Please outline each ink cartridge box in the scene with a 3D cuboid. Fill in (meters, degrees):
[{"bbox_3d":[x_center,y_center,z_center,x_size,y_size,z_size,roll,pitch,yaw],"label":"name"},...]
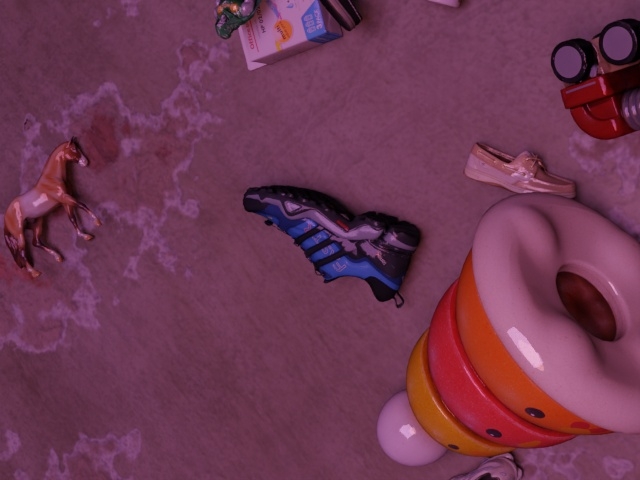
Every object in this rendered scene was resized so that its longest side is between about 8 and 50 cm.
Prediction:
[{"bbox_3d":[-0.067,-0.347,1.621,0.181,0.061,0.104,-16,87,28],"label":"ink cartridge box"}]

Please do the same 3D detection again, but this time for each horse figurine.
[{"bbox_3d":[-0.508,-0.048,1.880,0.263,0.066,0.174,-36,84,23],"label":"horse figurine"}]

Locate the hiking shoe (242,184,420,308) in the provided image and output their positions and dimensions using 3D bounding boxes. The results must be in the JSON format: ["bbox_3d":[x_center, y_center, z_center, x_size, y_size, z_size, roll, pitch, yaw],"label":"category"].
[{"bbox_3d":[0.000,0.000,1.593,0.304,0.113,0.132,20,103,24],"label":"hiking shoe"}]

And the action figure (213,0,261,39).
[{"bbox_3d":[-0.118,-0.412,1.586,0.137,0.063,0.232,-3,63,37],"label":"action figure"}]

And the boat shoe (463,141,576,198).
[{"bbox_3d":[0.288,-0.101,1.463,0.170,0.063,0.059,17,109,26],"label":"boat shoe"}]

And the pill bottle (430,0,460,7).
[{"bbox_3d":[0.186,-0.405,1.482,0.067,0.067,0.120,21,105,24],"label":"pill bottle"}]

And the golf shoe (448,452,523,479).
[{"bbox_3d":[0.222,0.385,1.535,0.069,0.086,0.176,48,115,13],"label":"golf shoe"}]

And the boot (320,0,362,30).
[{"bbox_3d":[0.049,-0.450,1.512,0.179,0.085,0.236,-29,85,1],"label":"boot"}]

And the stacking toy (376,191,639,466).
[{"bbox_3d":[0.243,0.192,1.432,0.350,0.351,0.480,53,134,13],"label":"stacking toy"}]

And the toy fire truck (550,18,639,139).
[{"bbox_3d":[0.452,-0.175,1.332,0.217,0.158,0.246,-15,93,51],"label":"toy fire truck"}]
